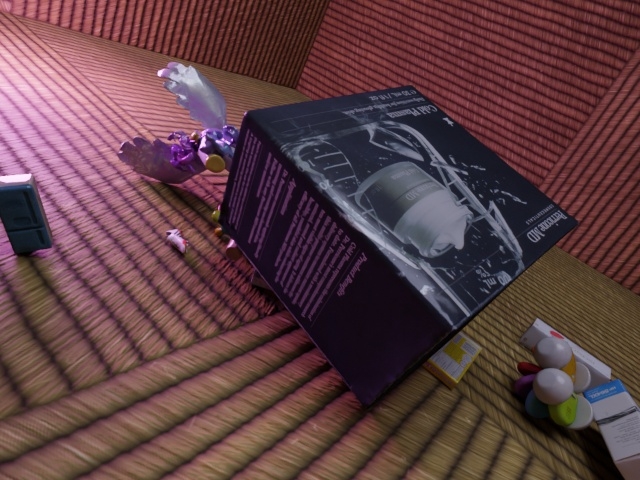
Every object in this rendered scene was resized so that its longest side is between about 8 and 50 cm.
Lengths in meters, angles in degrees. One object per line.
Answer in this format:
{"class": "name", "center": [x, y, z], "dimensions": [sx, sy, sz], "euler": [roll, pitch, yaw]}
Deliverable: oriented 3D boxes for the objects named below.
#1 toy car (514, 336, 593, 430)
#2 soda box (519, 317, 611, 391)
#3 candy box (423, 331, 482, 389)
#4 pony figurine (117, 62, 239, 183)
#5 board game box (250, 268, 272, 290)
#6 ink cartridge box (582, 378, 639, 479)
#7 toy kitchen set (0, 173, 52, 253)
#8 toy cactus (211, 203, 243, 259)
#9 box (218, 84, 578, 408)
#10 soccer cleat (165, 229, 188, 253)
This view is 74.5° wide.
{"class": "toy car", "center": [0.491, 0.307, 0.909], "dimensions": [0.159, 0.136, 0.182], "euler": [45, 47, -24]}
{"class": "soda box", "center": [0.662, 0.312, 1.146], "dimensions": [0.216, 0.069, 0.074], "euler": [38, 27, 25]}
{"class": "candy box", "center": [0.291, 0.252, 0.952], "dimensions": [0.105, 0.027, 0.206], "euler": [35, 26, 25]}
{"class": "pony figurine", "center": [-0.274, -0.232, 1.070], "dimensions": [0.351, 0.303, 0.363], "euler": [31, 1, -40]}
{"class": "board game box", "center": [-0.102, 0.078, 0.923], "dimensions": [0.090, 0.020, 0.090], "euler": [21, 25, -9]}
{"class": "ink cartridge box", "center": [0.629, 0.407, 0.842], "dimensions": [0.148, 0.086, 0.203], "euler": [54, 25, -5]}
{"class": "toy kitchen set", "center": [-0.514, 0.007, 0.594], "dimensions": [0.207, 0.122, 0.166], "euler": [-11, 39, -23]}
{"class": "toy cactus", "center": [-0.165, -0.011, 0.957], "dimensions": [0.219, 0.112, 0.180], "euler": [26, 34, 3]}
{"class": "box", "center": [0.141, -0.035, 0.837], "dimensions": [0.480, 0.297, 0.472], "euler": [-25, 65, -38]}
{"class": "soccer cleat", "center": [-0.299, 0.003, 0.876], "dimensions": [0.035, 0.029, 0.083], "euler": [-2, 32, -31]}
